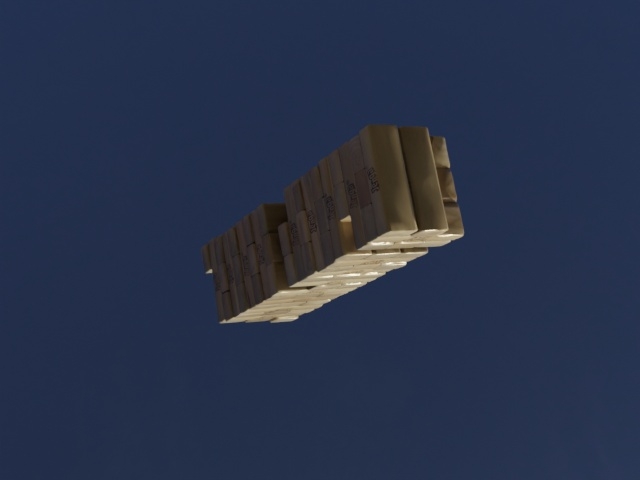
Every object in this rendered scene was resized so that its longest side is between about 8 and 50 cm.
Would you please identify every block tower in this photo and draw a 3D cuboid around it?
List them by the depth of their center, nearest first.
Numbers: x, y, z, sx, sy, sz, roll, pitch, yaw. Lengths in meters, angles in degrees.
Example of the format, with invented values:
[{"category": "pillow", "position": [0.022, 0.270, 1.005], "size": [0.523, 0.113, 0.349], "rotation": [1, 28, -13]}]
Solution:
[{"category": "block tower", "position": [0.000, 0.000, 0.910], "size": [0.090, 0.335, 0.097], "rotation": [-2, -105, -31]}]
